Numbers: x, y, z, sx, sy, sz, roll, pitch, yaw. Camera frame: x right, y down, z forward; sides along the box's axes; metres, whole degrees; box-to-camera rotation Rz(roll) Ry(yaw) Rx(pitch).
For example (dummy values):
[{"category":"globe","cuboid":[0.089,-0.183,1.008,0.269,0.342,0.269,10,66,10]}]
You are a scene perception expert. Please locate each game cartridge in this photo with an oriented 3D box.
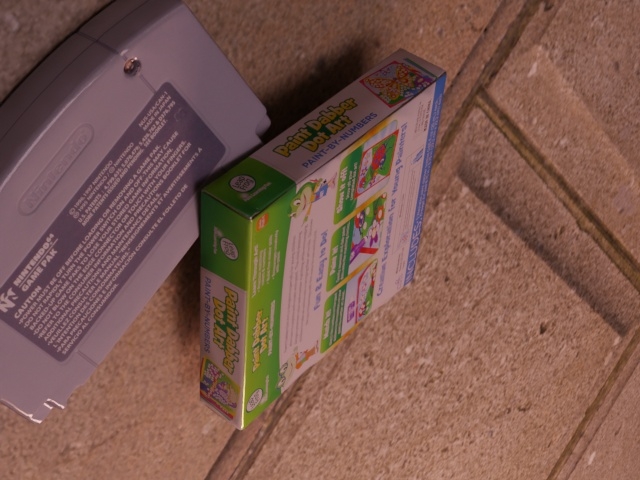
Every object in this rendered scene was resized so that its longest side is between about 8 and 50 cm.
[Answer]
[{"category":"game cartridge","cuboid":[-0.167,-0.026,0.997,0.294,0.060,0.196,-53,148,-10]}]

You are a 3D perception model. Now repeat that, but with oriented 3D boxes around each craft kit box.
[{"category":"craft kit box","cuboid":[0.000,0.000,1.174,0.246,0.061,0.250,-41,151,-37]}]
